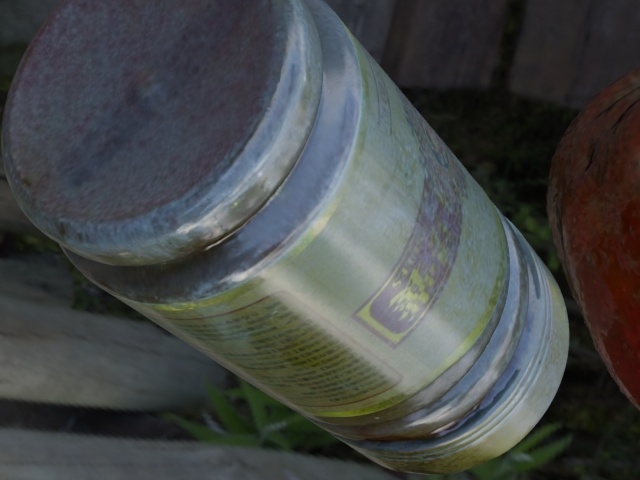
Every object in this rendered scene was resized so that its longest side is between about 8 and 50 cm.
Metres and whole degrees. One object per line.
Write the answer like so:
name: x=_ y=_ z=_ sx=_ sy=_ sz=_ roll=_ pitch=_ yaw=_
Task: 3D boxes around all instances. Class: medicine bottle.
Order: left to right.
medicine bottle: x=0.000 y=0.000 z=0.683 sx=0.151 sy=0.151 sz=0.322 roll=-63 pitch=146 yaw=-10

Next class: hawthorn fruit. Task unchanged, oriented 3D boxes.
hawthorn fruit: x=0.266 y=0.034 z=0.882 sx=0.254 sy=0.254 sz=0.300 roll=-5 pitch=92 yaw=-54
